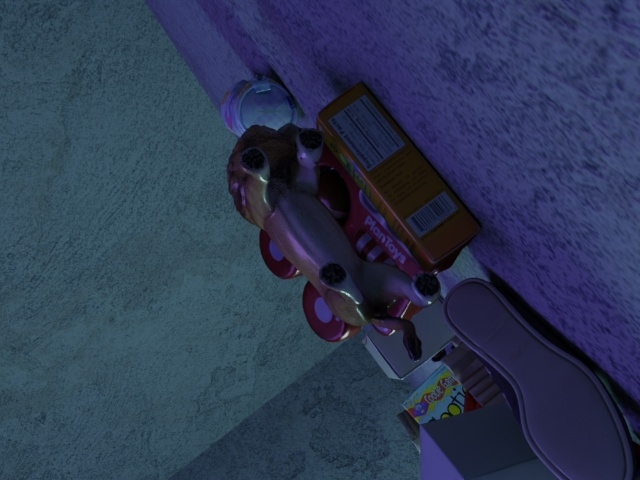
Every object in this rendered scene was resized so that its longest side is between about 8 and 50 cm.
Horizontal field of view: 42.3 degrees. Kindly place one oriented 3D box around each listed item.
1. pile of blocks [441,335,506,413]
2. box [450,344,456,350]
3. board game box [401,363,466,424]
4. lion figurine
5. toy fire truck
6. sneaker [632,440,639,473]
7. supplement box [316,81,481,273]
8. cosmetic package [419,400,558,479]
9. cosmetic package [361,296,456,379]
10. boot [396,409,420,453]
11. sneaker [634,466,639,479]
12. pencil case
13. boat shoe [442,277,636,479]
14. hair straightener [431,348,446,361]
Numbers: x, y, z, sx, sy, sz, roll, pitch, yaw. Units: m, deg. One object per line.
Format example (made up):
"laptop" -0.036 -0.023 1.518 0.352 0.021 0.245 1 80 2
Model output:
"pile of blocks" 0.321 0.303 1.383 0.362 0.113 0.149 49 174 41
"box" 0.331 0.283 1.650 0.162 0.029 0.116 46 173 49
"board game box" 0.319 0.402 1.750 0.275 0.142 0.144 47 -179 16
"lion figurine" 0.000 0.000 1.038 0.392 0.142 0.240 60 167 14
"toy fire truck" 0.056 -0.019 1.184 0.302 0.169 0.254 52 135 28
"sneaker" 0.404 0.360 0.933 0.276 0.098 0.135 53 -165 6
"supplement box" 0.090 -0.076 1.008 0.233 0.080 0.078 54 173 11
"cosmetic package" 0.264 0.353 1.144 0.138 0.225 0.224 -137 40 -61
"cosmetic package" 0.179 0.194 1.680 0.113 0.160 0.309 52 174 9
"boot" 0.318 0.440 1.875 0.262 0.203 0.095 50 175 29
"sneaker" 0.395 0.290 0.831 0.083 0.071 0.191 48 178 -27
"pencil case" -0.126 -0.252 1.601 0.124 0.114 0.273 64 173 -13
"boat shoe" 0.272 0.172 1.002 0.095 0.112 0.335 32 -163 -45
"hair straightener" 0.222 0.199 1.977 0.230 0.047 0.089 50 175 31
